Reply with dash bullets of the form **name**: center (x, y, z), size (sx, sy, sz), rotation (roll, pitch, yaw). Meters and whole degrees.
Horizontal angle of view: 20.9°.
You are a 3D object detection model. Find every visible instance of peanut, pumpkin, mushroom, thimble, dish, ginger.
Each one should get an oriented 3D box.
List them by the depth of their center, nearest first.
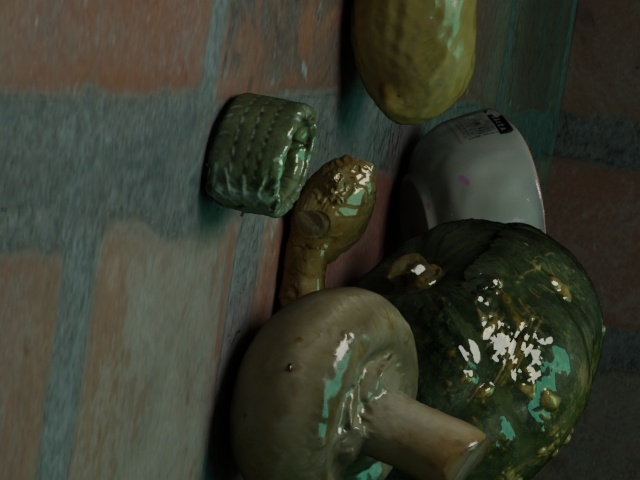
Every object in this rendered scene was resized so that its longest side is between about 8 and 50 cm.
- **thimble**: center (-0.045, -0.064, 1.332), size (0.084, 0.062, 0.110), rotation (87, 19, -44)
- **mushroom**: center (0.036, 0.151, 1.474), size (0.207, 0.215, 0.207), rotation (-45, 147, -42)
- **ginger**: center (0.003, -0.002, 1.565), size (0.096, 0.067, 0.165), rotation (-34, 146, -70)
- **peanut**: center (0.103, -0.265, 1.617), size (0.147, 0.147, 0.319), rotation (-44, 139, -66)
- **pumpkin**: center (0.139, 0.126, 1.719), size (0.257, 0.291, 0.328), rotation (62, 18, -16)
- **dish**: center (0.160, -0.020, 1.947), size (0.256, 0.117, 0.256), rotation (170, -90, -79)
